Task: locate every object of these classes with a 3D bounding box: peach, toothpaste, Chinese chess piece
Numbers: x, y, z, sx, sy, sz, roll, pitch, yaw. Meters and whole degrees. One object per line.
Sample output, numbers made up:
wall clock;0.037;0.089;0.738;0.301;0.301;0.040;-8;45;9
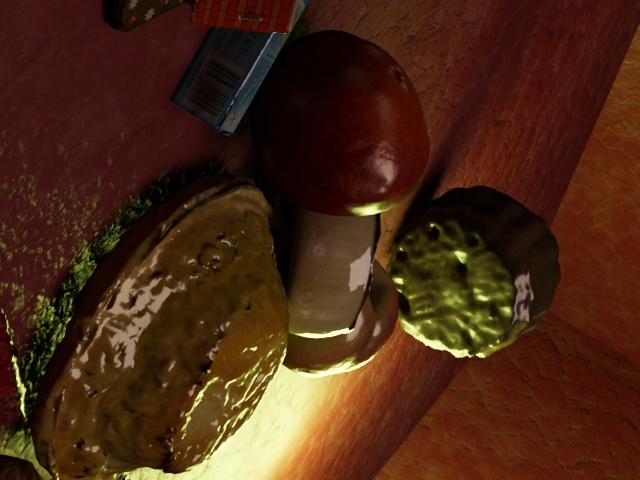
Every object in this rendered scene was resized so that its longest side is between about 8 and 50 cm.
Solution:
peach;0.026;-0.125;1.581;0.199;0.243;0.243;-34;170;16
toothpaste;-0.060;-0.241;1.417;0.267;0.065;0.050;-60;164;6
peach;-0.002;0.109;2.065;0.232;0.232;0.232;-51;163;-22
Chinese chess piece;0.000;0.000;1.774;0.257;0.104;0.257;-172;-90;-79

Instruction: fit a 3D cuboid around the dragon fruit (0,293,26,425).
dragon fruit;-0.320;0.077;1.113;0.262;0.163;0.189;100;-2;-60

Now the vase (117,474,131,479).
vase;-0.218;0.447;1.918;0.115;0.237;0.115;-51;162;-23

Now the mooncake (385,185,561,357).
mooncake;0.286;0.063;2.588;0.187;0.324;0.324;-27;146;-56

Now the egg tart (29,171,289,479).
egg tart;-0.160;0.129;1.608;0.443;0.178;0.443;-50;160;-25

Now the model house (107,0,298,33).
model house;-0.050;-0.302;1.174;0.207;0.154;0.294;-38;154;-47

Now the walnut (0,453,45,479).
walnut;-0.361;0.315;1.390;0.207;0.167;0.167;-56;164;-11
